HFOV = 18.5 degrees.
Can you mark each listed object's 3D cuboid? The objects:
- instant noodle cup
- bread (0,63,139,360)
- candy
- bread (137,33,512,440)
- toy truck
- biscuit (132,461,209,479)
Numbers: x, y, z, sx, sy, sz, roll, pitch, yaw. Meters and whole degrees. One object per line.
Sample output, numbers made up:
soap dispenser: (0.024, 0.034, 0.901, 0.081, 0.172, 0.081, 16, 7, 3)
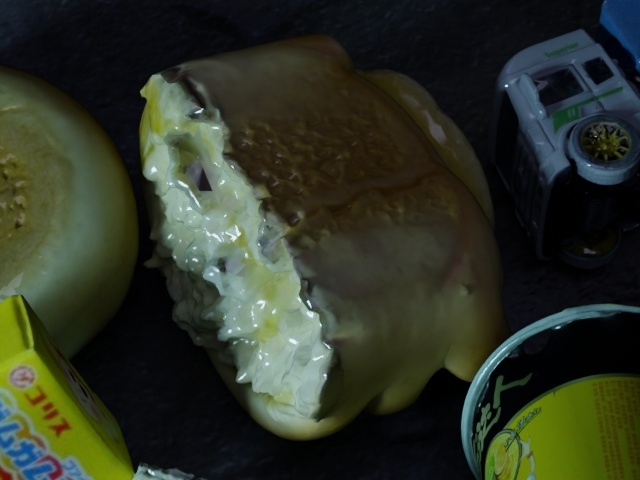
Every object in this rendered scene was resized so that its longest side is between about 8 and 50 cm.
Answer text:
instant noodle cup: (0.207, 0.189, 1.347, 0.216, 0.215, 0.236, 2, 30, -1)
bread: (-0.305, 0.003, 1.508, 0.333, 0.160, 0.333, 2, 60, -3)
candy: (-0.284, 0.173, 1.373, 0.276, 0.146, 0.088, -31, 31, 0)
bread: (0.000, 0.000, 1.497, 0.270, 0.211, 0.315, -16, 66, -37)
toy truck: (0.312, -0.118, 1.609, 0.367, 0.146, 0.175, -21, 56, -16)
biscuit: (-0.014, 0.234, 1.396, 0.252, 0.150, 0.052, 17, 69, 6)
